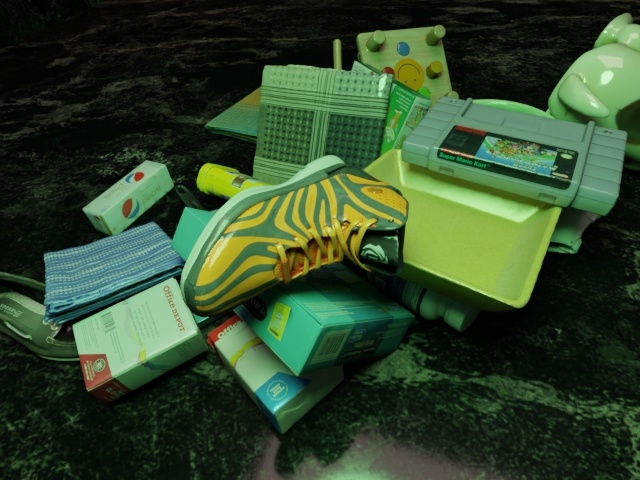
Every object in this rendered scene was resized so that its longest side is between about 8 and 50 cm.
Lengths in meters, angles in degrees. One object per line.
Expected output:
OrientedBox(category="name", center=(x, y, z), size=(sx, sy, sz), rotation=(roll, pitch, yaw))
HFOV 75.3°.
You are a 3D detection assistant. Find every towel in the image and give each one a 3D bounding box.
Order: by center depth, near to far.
OrientedBox(category="towel", center=(-0.409, 0.038, 0.813), size=(0.243, 0.040, 0.336), rotation=(-23, 26, -26))
OrientedBox(category="towel", center=(-0.010, -0.245, 0.979), size=(0.325, 0.311, 0.056), rotation=(15, 16, 21))
OrientedBox(category="towel", center=(-0.149, -0.418, 1.332), size=(0.272, 0.040, 0.370), rotation=(18, 48, 23))

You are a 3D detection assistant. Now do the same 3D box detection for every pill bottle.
OrientedBox(category="pill bottle", center=(0.186, 0.073, 0.728), size=(0.112, 0.112, 0.187), rotation=(-38, 52, -27))

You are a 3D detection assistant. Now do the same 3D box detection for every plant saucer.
OrientedBox(category="plant saucer", center=(0.196, -0.026, 0.700), size=(0.333, 0.080, 0.333), rotation=(24, 42, 25))

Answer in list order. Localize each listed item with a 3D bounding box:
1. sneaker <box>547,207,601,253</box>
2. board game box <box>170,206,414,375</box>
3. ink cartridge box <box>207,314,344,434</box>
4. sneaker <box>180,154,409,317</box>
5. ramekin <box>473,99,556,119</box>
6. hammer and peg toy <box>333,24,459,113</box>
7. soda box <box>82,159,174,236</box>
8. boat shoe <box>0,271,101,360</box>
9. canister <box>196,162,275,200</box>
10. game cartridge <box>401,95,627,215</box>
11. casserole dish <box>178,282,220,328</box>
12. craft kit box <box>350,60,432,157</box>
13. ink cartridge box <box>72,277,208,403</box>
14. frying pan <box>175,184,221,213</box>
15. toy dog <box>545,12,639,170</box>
OrientedBox(category="sneaker", center=(0.491, -0.020, 0.819), size=(0.212, 0.080, 0.094), rotation=(-21, 57, -3))
OrientedBox(category="board game box", center=(-0.048, 0.068, 0.689), size=(0.336, 0.079, 0.254), rotation=(35, 16, 35))
OrientedBox(category="ink cartridge box", center=(-0.088, 0.177, 0.685), size=(0.134, 0.078, 0.231), rotation=(-35, 50, -25))
OrientedBox(category="sneaker", center=(0.000, 0.000, 0.506), size=(0.180, 0.124, 0.321), rotation=(26, 51, 29))
OrientedBox(category="ramekin", center=(0.368, -0.179, 0.933), size=(0.304, 0.148, 0.303), rotation=(-4, 44, 4))
OrientedBox(category="hammer and peg toy", center=(0.189, -0.452, 1.138), size=(0.362, 0.265, 0.127), rotation=(-12, 1, -15))
OrientedBox(category="soda box", center=(-0.470, -0.109, 1.033), size=(0.069, 0.073, 0.216), rotation=(16, 49, 23))
OrientedBox(category="boat shoe", center=(-0.532, 0.135, 0.775), size=(0.336, 0.095, 0.112), rotation=(11, 44, 18))
OrientedBox(category="canister", center=(-0.184, -0.121, 0.979), size=(0.170, 0.073, 0.126), rotation=(22, 10, 24))
OrientedBox(category="game cartridge", center=(0.357, -0.175, 0.773), size=(0.355, 0.068, 0.230), rotation=(21, 44, 23))
OrientedBox(category="casserole dish", center=(-0.256, 0.131, 0.786), size=(0.189, 0.037, 0.114), rotation=(-26, 47, -17))
OrientedBox(category="craft kit box", center=(0.118, -0.267, 0.996), size=(0.061, 0.246, 0.250), rotation=(-3, 37, -33))
OrientedBox(category="ink cartridge box", center=(-0.293, 0.161, 0.685), size=(0.175, 0.072, 0.127), rotation=(-26, 54, -16))
OrientedBox(category="frying pan", center=(-0.267, -0.020, 0.931), size=(0.326, 0.053, 0.197), rotation=(18, 49, 27))
OrientedBox(category="toy dog", center=(0.719, -0.264, 0.857), size=(0.408, 0.284, 0.395), rotation=(40, 31, 20))
